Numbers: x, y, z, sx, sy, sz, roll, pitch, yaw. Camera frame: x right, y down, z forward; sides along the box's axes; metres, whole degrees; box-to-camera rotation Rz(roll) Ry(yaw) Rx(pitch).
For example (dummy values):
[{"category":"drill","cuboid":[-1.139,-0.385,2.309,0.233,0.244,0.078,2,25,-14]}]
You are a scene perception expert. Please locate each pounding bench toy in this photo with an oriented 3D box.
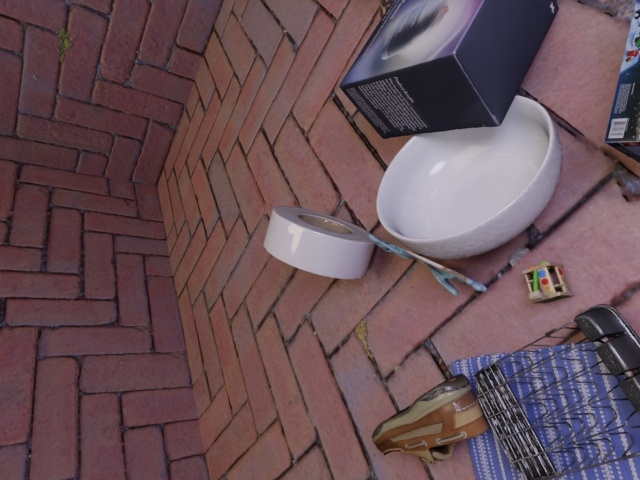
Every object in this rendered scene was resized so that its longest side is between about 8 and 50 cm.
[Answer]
[{"category":"pounding bench toy","cuboid":[0.382,0.070,0.720,0.052,0.083,0.065,-32,59,47]}]

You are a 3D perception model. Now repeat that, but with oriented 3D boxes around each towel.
[{"category":"towel","cuboid":[0.389,0.309,0.717,0.336,0.040,0.243,-29,63,50]}]

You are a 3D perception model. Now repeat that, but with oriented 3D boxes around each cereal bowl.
[{"category":"cereal bowl","cuboid":[0.282,-0.102,0.795,0.339,0.141,0.339,-30,39,28]}]

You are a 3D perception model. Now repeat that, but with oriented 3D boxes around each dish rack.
[{"category":"dish rack","cuboid":[0.377,0.248,0.648,0.271,0.074,0.208,-52,46,41]}]

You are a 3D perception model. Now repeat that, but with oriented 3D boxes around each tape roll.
[{"category":"tape roll","cuboid":[0.000,0.000,1.089,0.286,0.286,0.100,32,110,51]}]

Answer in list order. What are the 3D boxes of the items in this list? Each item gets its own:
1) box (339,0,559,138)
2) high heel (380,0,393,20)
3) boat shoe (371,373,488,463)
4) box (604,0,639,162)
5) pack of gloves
[{"category":"box","cuboid":[0.244,-0.380,0.825,0.294,0.182,0.296,11,67,53]},{"category":"high heel","cuboid":[0.142,-0.526,1.068,0.261,0.186,0.093,-28,20,38]},{"category":"boat shoe","cuboid":[0.212,0.390,0.847,0.120,0.122,0.324,58,144,26]},{"category":"box","cuboid":[0.476,-0.232,0.581,0.044,0.159,0.233,16,97,56]},{"category":"pack of gloves","cuboid":[0.209,0.057,0.860,0.232,0.195,0.046,28,96,52]}]
